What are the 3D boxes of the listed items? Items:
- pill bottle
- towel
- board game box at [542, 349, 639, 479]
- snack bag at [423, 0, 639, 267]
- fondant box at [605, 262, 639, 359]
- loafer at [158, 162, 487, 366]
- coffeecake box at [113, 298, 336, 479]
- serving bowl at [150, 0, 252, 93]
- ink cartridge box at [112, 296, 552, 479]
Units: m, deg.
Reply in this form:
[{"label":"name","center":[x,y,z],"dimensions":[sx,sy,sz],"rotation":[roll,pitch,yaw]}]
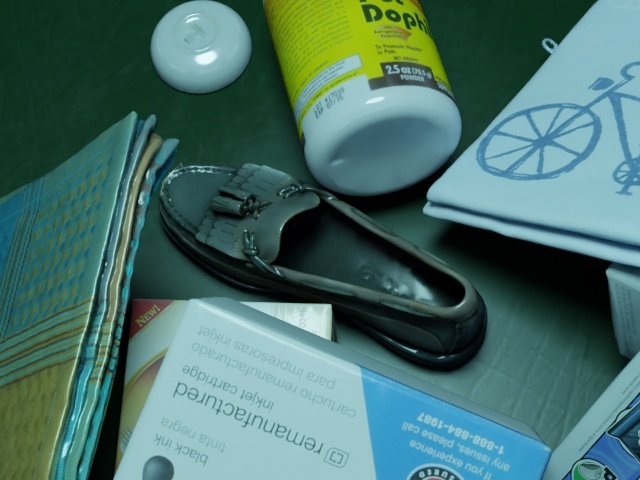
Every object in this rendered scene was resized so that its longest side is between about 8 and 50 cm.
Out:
[{"label":"pill bottle","center":[0.024,-0.148,0.993],"dimensions":[0.117,0.117,0.215],"rotation":[-14,59,-3]},{"label":"towel","center":[-0.201,0.121,0.849],"dimensions":[0.040,0.271,0.370],"rotation":[22,66,-29]},{"label":"board game box","center":[0.289,0.178,0.748],"dimensions":[0.086,0.308,0.302],"rotation":[-26,65,-41]},{"label":"snack bag","center":[0.284,-0.104,0.920],"dimensions":[0.323,0.037,0.342],"rotation":[13,52,42]},{"label":"fondant box","center":[0.388,0.031,0.836],"dimensions":[0.330,0.096,0.238],"rotation":[27,60,37]},{"label":"loafer","center":[0.000,0.000,0.957],"dimensions":[0.267,0.084,0.096],"rotation":[25,71,13]},{"label":"coffeecake box","center":[-0.064,0.139,0.912],"dimensions":[0.142,0.068,0.185],"rotation":[1,67,4]},{"label":"serving bowl","center":[-0.098,-0.161,1.062],"dimensions":[0.083,0.027,0.083],"rotation":[-1,68,4]},{"label":"ink cartridge box","center":[-0.027,0.214,0.778],"dimensions":[0.223,0.129,0.307],"rotation":[22,89,4]}]
